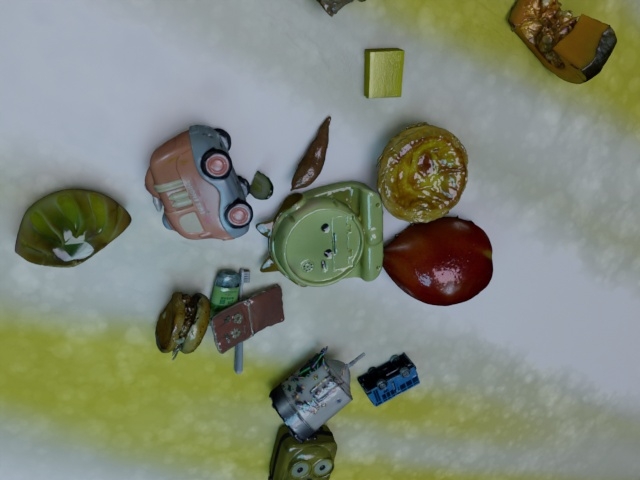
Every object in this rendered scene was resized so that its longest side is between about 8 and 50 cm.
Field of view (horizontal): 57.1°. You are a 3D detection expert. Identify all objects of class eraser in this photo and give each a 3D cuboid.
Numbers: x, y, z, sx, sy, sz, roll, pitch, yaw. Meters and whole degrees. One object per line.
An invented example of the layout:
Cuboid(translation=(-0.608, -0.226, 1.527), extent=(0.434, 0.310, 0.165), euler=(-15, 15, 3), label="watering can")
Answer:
Cuboid(translation=(0.164, -0.435, 1.532), extent=(0.097, 0.045, 0.122), euler=(-9, 117, -16), label="eraser")

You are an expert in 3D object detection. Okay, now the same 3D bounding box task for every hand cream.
Cuboid(translation=(-0.268, 0.165, 1.637), extent=(0.095, 0.046, 0.175), euler=(3, 113, -26), label="hand cream")

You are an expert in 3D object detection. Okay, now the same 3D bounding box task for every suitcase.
Cuboid(translation=(-0.055, 0.718, 1.907), extent=(0.194, 0.143, 0.235), euler=(5, 110, -22), label="suitcase")

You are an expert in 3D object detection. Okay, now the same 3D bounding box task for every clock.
Cuboid(translation=(0.000, 0.000, 1.623), extent=(0.348, 0.117, 0.286), euler=(-11, 116, -16), label="clock")

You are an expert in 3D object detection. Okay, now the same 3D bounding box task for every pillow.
Cuboid(translation=(-0.203, 0.218, 1.661), extent=(0.232, 0.043, 0.126), euler=(-25, 124, -28), label="pillow")

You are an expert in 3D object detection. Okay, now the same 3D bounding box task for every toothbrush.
Cuboid(translation=(-0.230, 0.238, 1.697), extent=(0.030, 0.025, 0.342), euler=(-3, 113, -25), label="toothbrush")

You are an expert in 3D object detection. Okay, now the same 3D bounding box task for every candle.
Cuboid(translation=(0.007, 0.444, 1.785), extent=(0.330, 0.187, 0.187), euler=(-40, 120, -1), label="candle")

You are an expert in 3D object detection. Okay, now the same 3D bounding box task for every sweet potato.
Cuboid(translation=(-0.014, -0.219, 1.555), extent=(0.068, 0.068, 0.226), euler=(28, 87, -28), label="sweet potato")

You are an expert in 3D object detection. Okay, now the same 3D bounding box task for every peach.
Cuboid(translation=(0.359, 0.070, 1.740), extent=(0.361, 0.201, 0.258), euler=(1, 113, -21), label="peach")

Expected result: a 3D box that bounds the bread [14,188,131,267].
Cuboid(translation=(-0.592, -0.034, 1.367), extent=(0.260, 0.158, 0.156), euler=(-34, 117, -6), label="bread")

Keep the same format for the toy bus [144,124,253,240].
Cuboid(translation=(-0.295, -0.125, 1.421), extent=(0.232, 0.194, 0.288), euler=(-19, 119, -3), label="toy bus")

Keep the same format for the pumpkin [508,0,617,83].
Cuboid(translation=(0.659, -0.550, 1.582), extent=(0.280, 0.190, 0.139), euler=(32, 100, -28), label="pumpkin")

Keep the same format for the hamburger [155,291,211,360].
Cuboid(translation=(-0.363, 0.228, 1.565), extent=(0.113, 0.177, 0.185), euler=(12, 81, -32), label="hamburger")

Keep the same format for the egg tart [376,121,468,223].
Cuboid(translation=(0.275, -0.188, 1.641), extent=(0.295, 0.116, 0.295), euler=(-8, 113, -18), label="egg tart")

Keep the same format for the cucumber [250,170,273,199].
Cuboid(translation=(-0.144, -0.133, 1.516), extent=(0.035, 0.107, 0.067), euler=(19, 103, -35), label="cucumber")

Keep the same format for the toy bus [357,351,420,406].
Cuboid(translation=(0.224, 0.460, 1.928), extent=(0.184, 0.090, 0.106), euler=(-26, 121, -8), label="toy bus")

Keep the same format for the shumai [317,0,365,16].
Cuboid(translation=(0.033, -0.626, 1.363), extent=(0.120, 0.201, 0.201), euler=(-10, 125, 30), label="shumai")
